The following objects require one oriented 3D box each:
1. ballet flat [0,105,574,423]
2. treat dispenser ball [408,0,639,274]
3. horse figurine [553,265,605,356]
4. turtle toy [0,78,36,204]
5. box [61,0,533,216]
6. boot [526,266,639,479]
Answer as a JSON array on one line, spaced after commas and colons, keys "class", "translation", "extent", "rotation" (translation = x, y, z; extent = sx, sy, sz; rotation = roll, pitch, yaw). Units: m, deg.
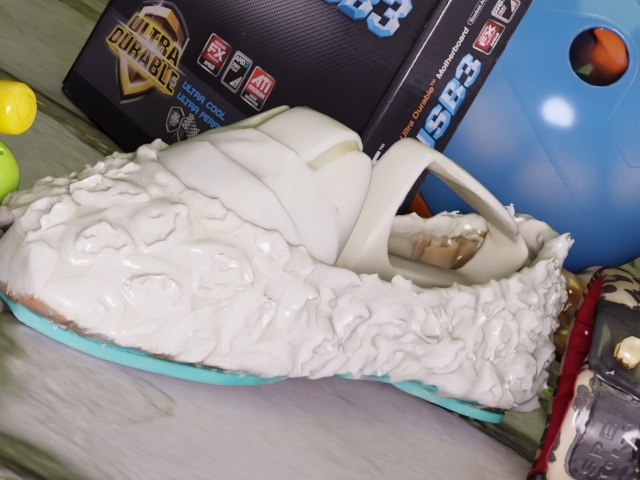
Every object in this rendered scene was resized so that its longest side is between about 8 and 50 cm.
[{"class": "ballet flat", "translation": [0.000, 0.000, 0.994], "extent": [0.147, 0.147, 0.409], "rotation": [38, 13, 34]}, {"class": "treat dispenser ball", "translation": [0.185, -0.110, 1.600], "extent": [0.288, 0.288, 0.288], "rotation": [29, 10, -6]}, {"class": "horse figurine", "translation": [0.219, 0.063, 1.493], "extent": [0.174, 0.066, 0.263], "rotation": [44, 18, 32]}, {"class": "turtle toy", "translation": [-0.177, -0.044, 0.875], "extent": [0.095, 0.066, 0.130], "rotation": [8, -1, 24]}, {"class": "box", "translation": [-0.008, -0.152, 1.235], "extent": [0.073, 0.293, 0.295], "rotation": [20, 15, -43]}, {"class": "boot", "translation": [0.248, 0.145, 0.970], "extent": [0.284, 0.138, 0.377], "rotation": [20, 27, 2]}]
